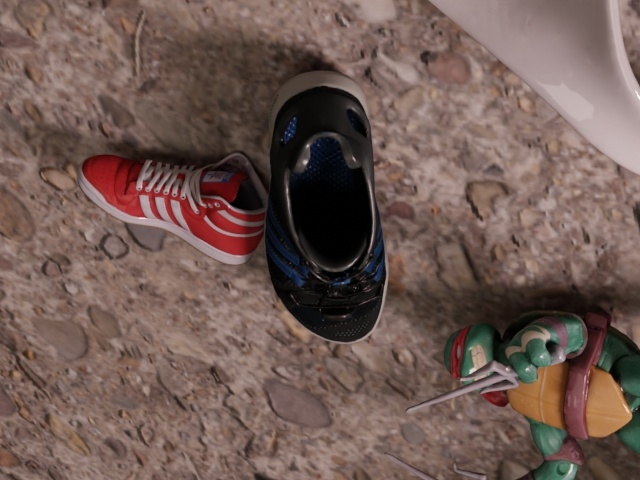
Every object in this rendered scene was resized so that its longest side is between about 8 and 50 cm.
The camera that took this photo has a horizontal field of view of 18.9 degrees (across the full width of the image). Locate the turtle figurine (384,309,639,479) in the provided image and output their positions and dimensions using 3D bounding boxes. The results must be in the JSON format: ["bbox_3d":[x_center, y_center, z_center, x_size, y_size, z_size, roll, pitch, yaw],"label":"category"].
[{"bbox_3d":[0.145,0.093,1.098,0.234,0.118,0.175,10,143,23],"label":"turtle figurine"}]

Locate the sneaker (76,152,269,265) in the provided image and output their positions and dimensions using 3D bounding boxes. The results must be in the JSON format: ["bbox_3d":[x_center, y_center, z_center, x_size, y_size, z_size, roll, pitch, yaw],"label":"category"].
[{"bbox_3d":[-0.084,-0.033,1.148,0.118,0.042,0.067,24,143,-8],"label":"sneaker"}]

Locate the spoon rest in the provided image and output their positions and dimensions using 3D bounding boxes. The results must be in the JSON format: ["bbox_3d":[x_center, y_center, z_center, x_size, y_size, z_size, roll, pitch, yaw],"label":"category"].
[{"bbox_3d":[0.112,-0.127,0.919,0.276,0.084,0.137,44,136,-20],"label":"spoon rest"}]

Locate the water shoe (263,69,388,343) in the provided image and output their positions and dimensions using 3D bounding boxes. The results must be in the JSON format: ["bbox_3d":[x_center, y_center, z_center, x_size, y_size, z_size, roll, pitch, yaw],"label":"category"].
[{"bbox_3d":[0.000,0.000,1.095,0.073,0.080,0.203,-6,133,3],"label":"water shoe"}]
